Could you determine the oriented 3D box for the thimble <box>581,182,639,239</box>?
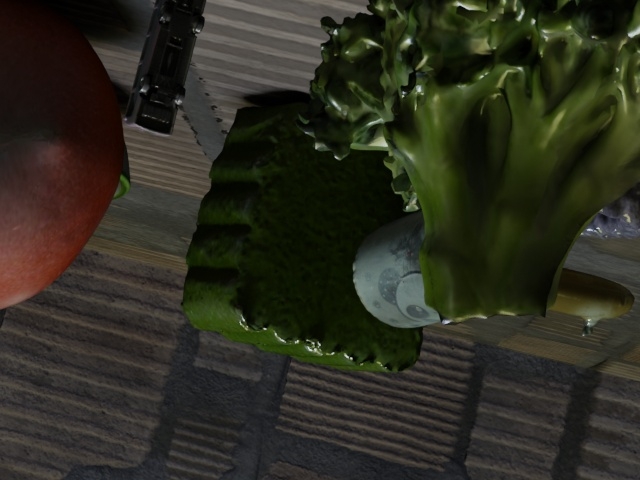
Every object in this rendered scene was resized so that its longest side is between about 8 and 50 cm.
[{"bbox_3d":[0.228,-0.062,1.305,0.150,0.098,0.150,13,172,2],"label":"thimble"}]

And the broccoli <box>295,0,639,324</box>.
[{"bbox_3d":[0.133,-0.065,0.939,0.248,0.245,0.288,8,180,-25],"label":"broccoli"}]

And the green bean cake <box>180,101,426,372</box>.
[{"bbox_3d":[0.000,0.000,1.562,0.247,0.250,0.156,18,170,-28],"label":"green bean cake"}]

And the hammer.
[{"bbox_3d":[0.197,0.040,1.485,0.305,0.113,0.202,15,160,-36],"label":"hammer"}]

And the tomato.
[{"bbox_3d":[-0.332,-0.083,1.341,0.321,0.321,0.321,14,172,2],"label":"tomato"}]

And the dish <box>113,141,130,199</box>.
[{"bbox_3d":[-0.369,-0.143,1.700,0.324,0.124,0.324,8,168,2],"label":"dish"}]

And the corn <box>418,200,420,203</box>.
[{"bbox_3d":[0.193,-0.059,1.471,0.211,0.087,0.087,8,171,1],"label":"corn"}]

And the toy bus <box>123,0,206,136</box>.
[{"bbox_3d":[-0.125,-0.149,1.194,0.037,0.131,0.052,16,175,-24],"label":"toy bus"}]
